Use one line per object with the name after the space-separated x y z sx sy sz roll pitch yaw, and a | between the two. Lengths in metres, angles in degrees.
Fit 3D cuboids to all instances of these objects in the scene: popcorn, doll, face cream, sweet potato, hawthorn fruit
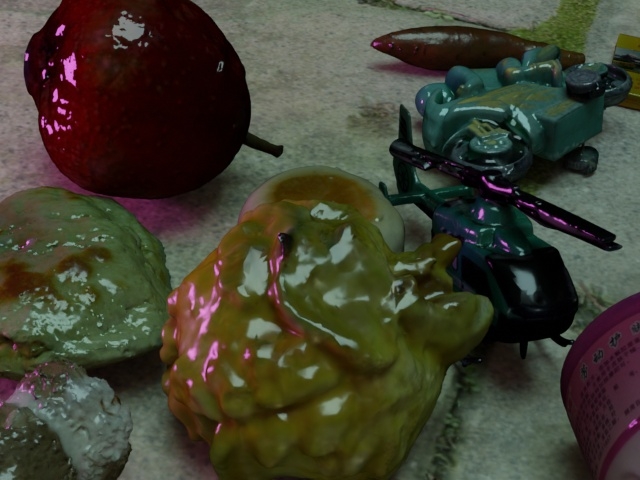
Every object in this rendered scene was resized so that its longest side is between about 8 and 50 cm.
0.001 0.071 1.021 0.266 0.192 0.233 -21 52 -4 | popcorn
-0.219 0.175 0.924 0.115 0.105 0.221 -16 23 36 | doll
0.286 0.154 0.974 0.175 0.175 0.195 0 35 -9 | face cream
0.190 -0.230 1.574 0.265 0.057 0.057 1 37 -11 | sweet potato
-0.157 -0.132 1.284 0.266 0.210 0.230 28 0 -29 | hawthorn fruit

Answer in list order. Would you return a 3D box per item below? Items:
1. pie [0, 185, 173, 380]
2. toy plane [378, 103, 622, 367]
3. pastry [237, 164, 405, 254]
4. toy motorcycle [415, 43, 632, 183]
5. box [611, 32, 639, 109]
-0.226 0.032 1.128 0.201 0.090 0.248 -5 34 -13 | pie
0.140 -0.004 1.190 0.106 0.155 0.381 -7 23 -16 | toy plane
0.000 0.000 1.206 0.157 0.092 0.156 3 34 -2 | pastry
0.207 -0.138 1.426 0.198 0.109 0.296 25 41 38 | toy motorcycle
0.397 -0.204 1.597 0.087 0.023 0.155 12 36 12 | box
